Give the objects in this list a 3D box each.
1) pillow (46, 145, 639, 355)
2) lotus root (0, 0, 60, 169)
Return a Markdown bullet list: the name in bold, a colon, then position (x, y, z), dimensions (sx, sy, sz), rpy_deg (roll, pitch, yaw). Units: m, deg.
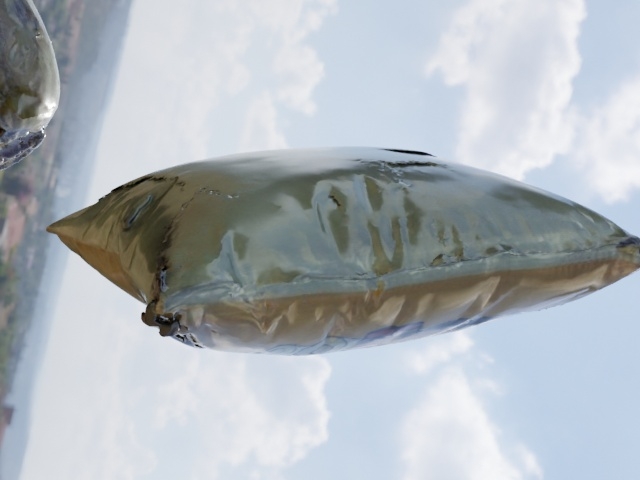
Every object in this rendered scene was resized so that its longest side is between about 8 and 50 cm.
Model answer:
- **pillow**: position (0.000, 0.000, 0.694), dimensions (0.312, 0.310, 0.119), rpy_deg (-157, -119, -65)
- **lotus root**: position (-0.312, -0.186, 0.844), dimensions (0.278, 0.154, 0.154), rpy_deg (60, -9, -9)
